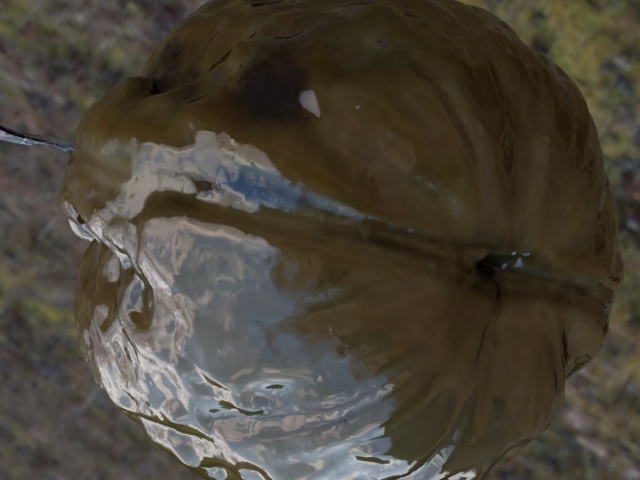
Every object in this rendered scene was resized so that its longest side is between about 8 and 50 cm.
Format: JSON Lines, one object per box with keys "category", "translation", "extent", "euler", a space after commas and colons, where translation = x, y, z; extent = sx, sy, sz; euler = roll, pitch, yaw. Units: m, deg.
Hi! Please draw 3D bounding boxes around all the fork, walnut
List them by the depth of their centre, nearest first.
{"category": "walnut", "translation": [0.000, 0.000, 0.507], "extent": [0.184, 0.155, 0.155], "euler": [17, 151, 55]}
{"category": "fork", "translation": [-0.101, -0.039, 0.715], "extent": [0.115, 0.012, 0.016], "euler": [18, 172, -25]}
